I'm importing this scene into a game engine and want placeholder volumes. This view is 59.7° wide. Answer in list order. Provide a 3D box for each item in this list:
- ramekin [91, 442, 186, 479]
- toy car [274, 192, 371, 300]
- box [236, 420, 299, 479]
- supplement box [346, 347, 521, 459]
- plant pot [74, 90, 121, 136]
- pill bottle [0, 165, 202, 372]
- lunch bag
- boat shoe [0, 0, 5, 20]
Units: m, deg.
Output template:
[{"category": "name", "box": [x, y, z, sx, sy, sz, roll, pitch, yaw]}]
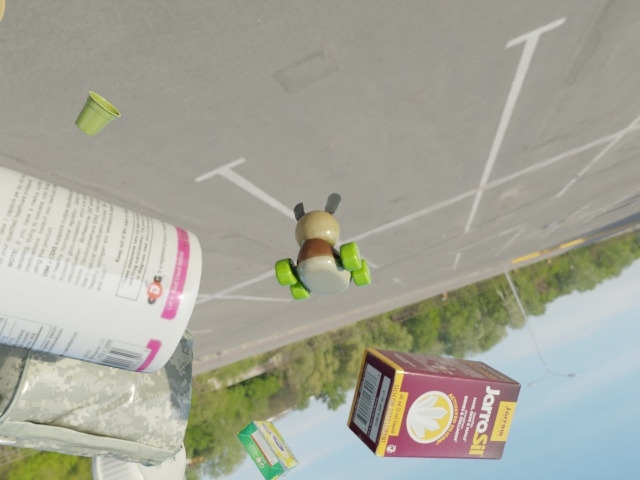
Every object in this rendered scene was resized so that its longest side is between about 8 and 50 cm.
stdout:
[{"category": "ramekin", "box": [-0.403, 0.501, 1.273, 0.109, 0.207, 0.207, -26, 168, 19]}, {"category": "toy car", "box": [0.000, 0.000, 1.081, 0.154, 0.189, 0.149, -14, 151, 12]}, {"category": "box", "box": [-0.093, 0.395, 1.051, 0.043, 0.105, 0.179, -37, 162, -7]}, {"category": "supplement box", "box": [0.140, 0.202, 0.685, 0.188, 0.104, 0.081, 11, -176, -24]}, {"category": "plant pot", "box": [-0.515, -0.282, 1.274, 0.079, 0.083, 0.083, -49, 165, 8]}, {"category": "pill bottle", "box": [-0.276, 0.023, 0.545, 0.283, 0.161, 0.160, 21, 147, -28]}, {"category": "lunch bag", "box": [-0.345, 0.190, 0.820, 0.212, 0.256, 0.305, -43, 134, 14]}, {"category": "boat shoe", "box": [-0.525, -0.314, 0.642, 0.277, 0.098, 0.096, 0, -158, -42]}]
